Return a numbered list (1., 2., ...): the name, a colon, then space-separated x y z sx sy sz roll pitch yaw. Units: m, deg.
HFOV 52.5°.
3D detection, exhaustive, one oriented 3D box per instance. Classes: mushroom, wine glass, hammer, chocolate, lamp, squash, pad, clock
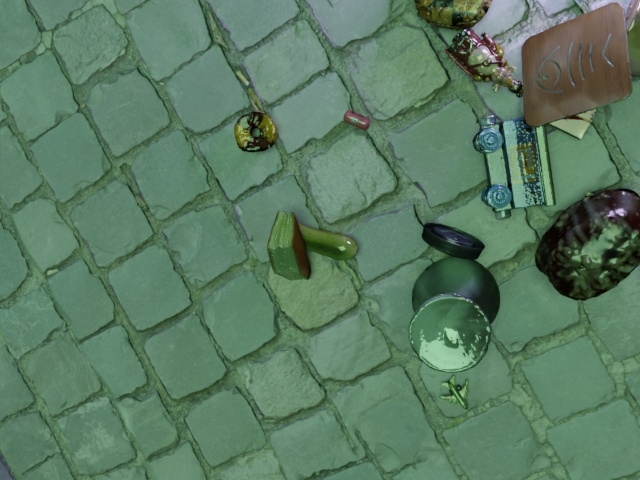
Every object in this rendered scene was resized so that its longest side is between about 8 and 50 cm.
1. mushroom: 0.866 -0.539 1.694 0.162 0.173 0.236 23 97 6
2. wine glass: 0.368 0.208 1.799 0.267 0.406 0.267 2 100 13
3. hammer: 0.110 -0.367 1.982 0.083 0.043 0.043 27 103 8
4. chocolate: 0.743 0.025 1.745 0.225 0.210 0.340 43 115 -4
5. lamp: 0.476 -0.492 1.836 0.253 0.118 0.118 46 105 6
6. squash: 0.000 0.000 2.038 0.250 0.083 0.083 18 101 15
7. pad: 0.661 -0.457 1.705 0.284 0.018 0.286 -14 64 42
8. clock: 0.382 0.002 1.884 0.185 0.184 0.040 21 108 11

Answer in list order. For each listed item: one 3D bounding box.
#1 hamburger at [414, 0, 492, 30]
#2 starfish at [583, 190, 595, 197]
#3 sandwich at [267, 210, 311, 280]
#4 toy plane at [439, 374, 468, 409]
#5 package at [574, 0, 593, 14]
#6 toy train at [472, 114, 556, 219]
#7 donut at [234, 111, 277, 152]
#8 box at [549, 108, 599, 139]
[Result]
1. hamburger: 0.379 -0.709 1.842 0.231 0.107 0.230 4 100 21
2. starfish: 0.784 -0.042 1.841 0.223 0.050 0.216 -29 95 28
3. sandwich: -0.097 0.038 2.010 0.094 0.096 0.258 1 123 25
4. toy plane: 0.422 0.473 2.002 0.102 0.040 0.111 -36 88 17
5. package: 0.730 -0.647 1.800 0.037 0.015 0.110 -35 88 10
6. toy train: 0.550 -0.216 1.847 0.202 0.131 0.299 -9 95 8
7. donut: -0.202 -0.341 2.058 0.141 0.059 0.140 2 97 15
8. box: 0.722 -0.384 1.816 0.112 0.048 0.175 28 103 9
